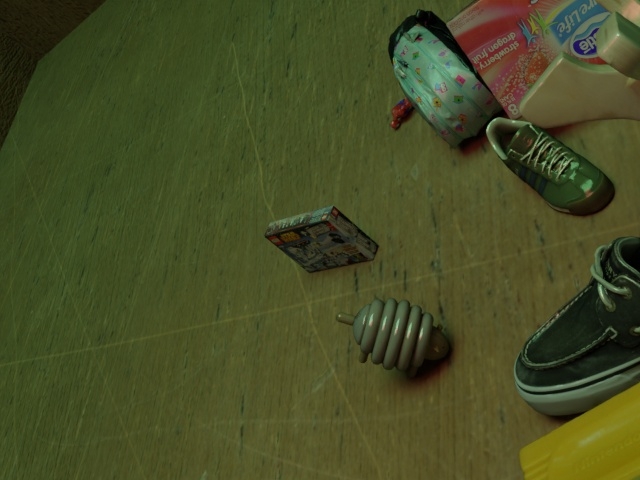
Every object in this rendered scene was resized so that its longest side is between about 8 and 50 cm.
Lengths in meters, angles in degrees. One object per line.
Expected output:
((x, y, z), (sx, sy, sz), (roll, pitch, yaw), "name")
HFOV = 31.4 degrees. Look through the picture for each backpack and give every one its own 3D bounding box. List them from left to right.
((0.174, -0.211, 1.538), (0.115, 0.152, 0.182), (-48, 40, 16), "backpack")

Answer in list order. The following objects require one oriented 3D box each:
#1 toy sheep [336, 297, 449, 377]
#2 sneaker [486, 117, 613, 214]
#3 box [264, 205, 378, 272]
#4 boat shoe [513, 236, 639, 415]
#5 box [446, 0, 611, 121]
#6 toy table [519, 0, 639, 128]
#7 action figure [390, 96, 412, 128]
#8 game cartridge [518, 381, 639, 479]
((0.082, 0.107, 1.290), (0.091, 0.132, 0.091), (12, -90, -90), "toy sheep")
((0.253, -0.093, 1.314), (0.064, 0.086, 0.192), (-49, 28, 2), "sneaker")
((0.000, 0.000, 1.559), (0.137, 0.094, 0.027), (-13, 45, 48), "box")
((0.302, 0.039, 1.047), (0.335, 0.119, 0.121), (-37, 31, 23), "boat shoe")
((0.322, -0.290, 1.349), (0.300, 0.154, 0.142), (-30, 9, 30), "box")
((0.321, -0.170, 1.038), (0.252, 0.161, 0.274), (-54, 7, 16), "toy table")
((0.138, -0.217, 1.696), (0.115, 0.030, 0.038), (-56, 23, -1), "action figure")
((0.299, 0.231, 0.892), (0.285, 0.053, 0.323), (-36, 32, 24), "game cartridge")
